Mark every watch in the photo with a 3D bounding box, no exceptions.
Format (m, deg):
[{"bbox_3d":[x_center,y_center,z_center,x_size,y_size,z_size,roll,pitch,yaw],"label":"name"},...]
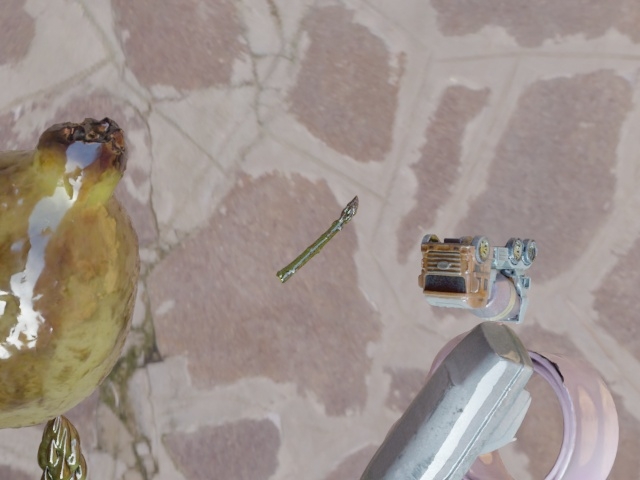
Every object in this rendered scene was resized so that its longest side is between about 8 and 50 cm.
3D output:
[{"bbox_3d":[0.216,0.237,1.318,0.211,0.217,0.248,15,99,-44],"label":"watch"}]

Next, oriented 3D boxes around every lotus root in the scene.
[{"bbox_3d":[-0.160,0.019,0.582,0.138,0.138,0.214,19,132,-15],"label":"lotus root"}]

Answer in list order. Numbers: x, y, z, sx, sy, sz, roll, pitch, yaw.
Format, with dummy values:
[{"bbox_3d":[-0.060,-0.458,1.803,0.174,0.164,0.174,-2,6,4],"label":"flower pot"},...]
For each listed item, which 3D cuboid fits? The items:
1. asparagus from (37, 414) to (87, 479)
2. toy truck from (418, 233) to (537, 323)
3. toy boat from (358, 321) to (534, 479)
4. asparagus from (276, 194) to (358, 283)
[{"bbox_3d":[-0.397,0.370,1.723,0.080,0.080,0.287,-4,126,-10],"label":"asparagus"},{"bbox_3d":[0.256,0.063,1.766,0.256,0.108,0.140,3,90,-54],"label":"toy truck"},{"bbox_3d":[0.099,0.185,0.951,0.085,0.078,0.260,21,116,-23],"label":"toy boat"},{"bbox_3d":[0.000,0.000,1.109,0.114,0.014,0.015,-44,134,1],"label":"asparagus"}]
